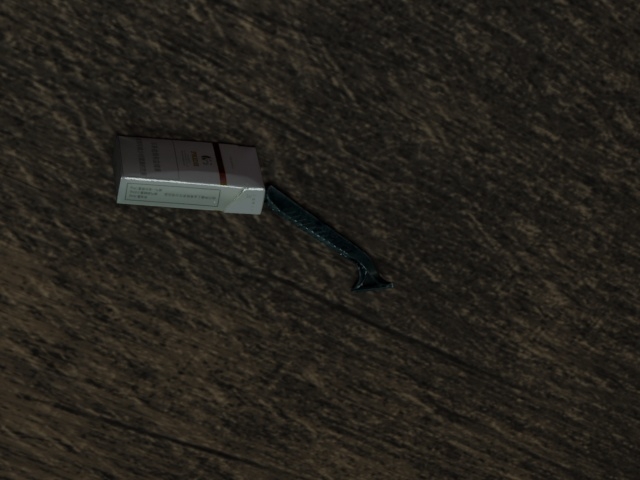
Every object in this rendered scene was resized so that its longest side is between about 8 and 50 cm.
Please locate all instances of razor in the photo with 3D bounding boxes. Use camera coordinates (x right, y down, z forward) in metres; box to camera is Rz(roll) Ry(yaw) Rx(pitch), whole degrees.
[{"bbox_3d":[0.002,-0.005,1.894,0.190,0.033,0.066,40,150,-28],"label":"razor"}]

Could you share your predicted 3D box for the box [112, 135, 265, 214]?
[{"bbox_3d":[-0.140,-0.070,1.780,0.154,0.084,0.040,5,122,-15],"label":"box"}]
